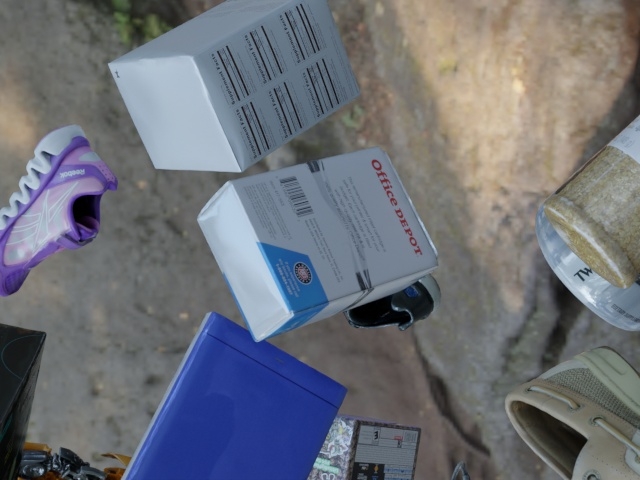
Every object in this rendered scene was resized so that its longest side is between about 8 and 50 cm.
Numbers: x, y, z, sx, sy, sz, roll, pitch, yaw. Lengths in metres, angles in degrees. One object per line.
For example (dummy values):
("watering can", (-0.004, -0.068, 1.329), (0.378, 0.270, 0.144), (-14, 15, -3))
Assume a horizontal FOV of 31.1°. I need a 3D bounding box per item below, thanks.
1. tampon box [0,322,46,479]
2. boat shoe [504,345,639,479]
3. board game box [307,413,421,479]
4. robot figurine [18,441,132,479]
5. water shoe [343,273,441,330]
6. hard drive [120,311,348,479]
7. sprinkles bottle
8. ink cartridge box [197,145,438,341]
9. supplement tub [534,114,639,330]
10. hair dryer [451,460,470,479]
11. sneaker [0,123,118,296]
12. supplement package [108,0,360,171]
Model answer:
("tampon box", (-0.243, 0.140, 0.707), (0.120, 0.101, 0.161), (-91, 16, -68))
("boat shoe", (0.247, 0.198, 0.880), (0.341, 0.110, 0.121), (-127, 21, -67))
("board game box", (0.048, 0.468, 2.103), (0.141, 0.232, 0.291), (4, 81, 36))
("robot figurine", (-0.317, 0.351, 1.528), (0.211, 0.291, 0.085), (-55, 29, 28))
("water shoe", (0.046, 0.061, 1.365), (0.203, 0.080, 0.073), (2, 119, 46))
("hard drive", (-0.120, 0.278, 1.428), (0.318, 0.210, 0.040), (-64, 17, -19))
("sprinkles bottle", (0.387, -0.112, 1.138), (0.355, 0.121, 0.121), (-44, 37, 0))
("ink cartridge box", (0.000, 0.000, 1.108), (0.082, 0.191, 0.139), (-40, 71, 48))
("supplement tub", (0.440, -0.064, 1.380), (0.338, 0.207, 0.207), (-46, 46, 28))
("hair dryer", (0.214, 0.475, 1.637), (0.293, 0.080, 0.223), (-100, -7, -68))
("sneaker", (-0.318, -0.017, 1.355), (0.104, 0.095, 0.236), (37, 110, 6))
("supplement package", (-0.103, -0.194, 1.391), (0.194, 0.203, 0.149), (7, 126, 51))
